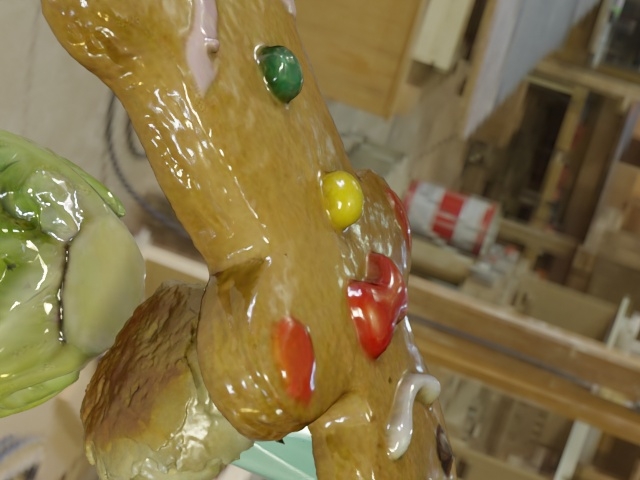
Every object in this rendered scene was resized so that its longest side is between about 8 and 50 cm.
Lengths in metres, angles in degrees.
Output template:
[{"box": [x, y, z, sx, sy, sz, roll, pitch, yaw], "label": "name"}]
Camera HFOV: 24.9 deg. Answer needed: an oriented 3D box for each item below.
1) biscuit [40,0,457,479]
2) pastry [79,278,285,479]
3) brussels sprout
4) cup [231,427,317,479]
[{"box": [0.001, 0.000, 0.814, 0.432, 0.064, 0.283, 67, 23, -10], "label": "biscuit"}, {"box": [-0.090, 0.094, 0.909, 0.081, 0.153, 0.153, 26, 81, -37], "label": "pastry"}, {"box": [-0.257, 0.022, 1.083, 0.244, 0.244, 0.244, 20, 90, -76], "label": "brussels sprout"}, {"box": [-0.029, 0.198, 1.508, 0.134, 0.236, 0.148, -40, -138, 34], "label": "cup"}]
